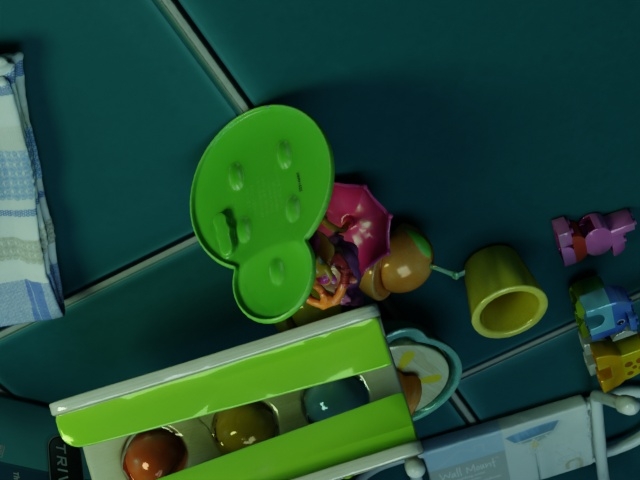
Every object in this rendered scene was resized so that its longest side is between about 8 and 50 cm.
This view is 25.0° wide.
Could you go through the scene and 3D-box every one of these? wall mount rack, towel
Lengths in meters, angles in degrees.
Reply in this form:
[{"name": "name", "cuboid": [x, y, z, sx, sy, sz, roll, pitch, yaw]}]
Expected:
[{"name": "wall mount rack", "cuboid": [0.197, 0.228, 1.433, 0.350, 0.130, 0.304, -17, 138, 0]}, {"name": "towel", "cuboid": [-0.308, -0.020, 1.079, 0.209, 0.034, 0.285, -8, 138, -8]}]

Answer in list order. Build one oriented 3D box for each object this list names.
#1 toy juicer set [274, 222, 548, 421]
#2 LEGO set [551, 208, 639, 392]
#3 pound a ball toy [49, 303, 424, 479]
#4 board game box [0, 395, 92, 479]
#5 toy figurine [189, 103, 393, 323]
[{"name": "toy juicer set", "cuboid": [0.031, 0.115, 1.289, 0.209, 0.089, 0.329, 19, 128, -33]}, {"name": "LEGO set", "cuboid": [0.285, 0.066, 1.320, 0.093, 0.087, 0.227, -19, 139, 4]}, {"name": "pound a ball toy", "cuboid": [-0.075, 0.197, 1.161, 0.319, 0.208, 0.136, -18, 172, 0]}, {"name": "board game box", "cuboid": [-0.332, 0.234, 1.177, 0.336, 0.253, 0.079, 20, 129, -33]}, {"name": "toy figurine", "cuboid": [0.000, 0.000, 1.120, 0.130, 0.173, 0.159, -24, 152, 26]}]
